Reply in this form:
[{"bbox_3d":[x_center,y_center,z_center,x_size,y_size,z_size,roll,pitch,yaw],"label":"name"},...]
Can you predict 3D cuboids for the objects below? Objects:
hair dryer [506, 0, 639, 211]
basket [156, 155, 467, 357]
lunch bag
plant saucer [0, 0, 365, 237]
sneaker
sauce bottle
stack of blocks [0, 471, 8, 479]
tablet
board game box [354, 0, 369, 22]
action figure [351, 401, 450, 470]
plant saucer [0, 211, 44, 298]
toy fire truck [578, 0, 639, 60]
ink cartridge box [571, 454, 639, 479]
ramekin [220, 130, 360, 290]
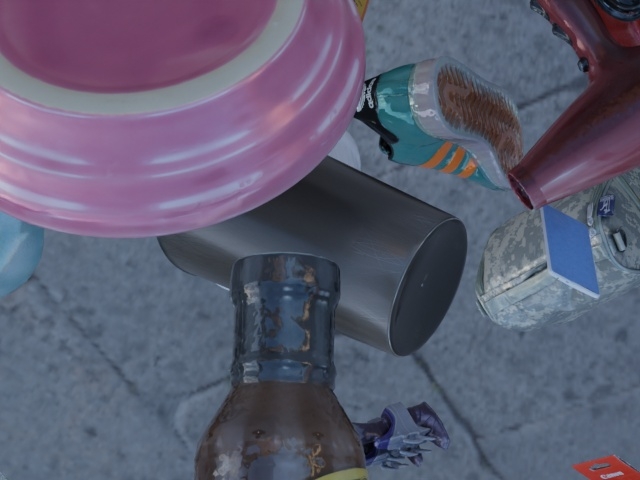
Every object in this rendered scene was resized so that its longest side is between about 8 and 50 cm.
[{"bbox_3d":[0.217,-0.154,0.955,0.224,0.293,0.080,13,163,18],"label":"hair dryer"},{"bbox_3d":[0.000,0.000,1.054,0.227,0.154,0.204,24,174,26],"label":"basket"},{"bbox_3d":[0.429,0.023,2.032,0.305,0.256,0.212,-33,89,41],"label":"lunch bag"},{"bbox_3d":[-0.133,-0.153,0.882,0.332,0.332,0.084,7,142,7],"label":"plant saucer"},{"bbox_3d":[0.138,-0.128,1.361,0.121,0.108,0.302,-2,164,30],"label":"sneaker"},{"bbox_3d":[-0.026,0.179,0.718,0.111,0.344,0.111,0,165,0],"label":"sauce bottle"},{"bbox_3d":[-0.447,0.229,1.302,0.171,0.087,0.297,3,140,25],"label":"stack of blocks"},{"bbox_3d":[0.204,0.007,0.991,0.054,0.083,0.006,26,130,-22],"label":"tablet"},{"bbox_3d":[-0.163,-0.389,1.515,0.356,0.356,0.356,3,151,28],"label":"board game box"},{"bbox_3d":[0.010,0.260,1.511,0.285,0.099,0.185,-5,141,-27],"label":"action figure"},{"bbox_3d":[-0.331,-0.007,1.005,0.195,0.037,0.195,3,128,3],"label":"plant saucer"},{"bbox_3d":[0.324,-0.308,1.164,0.169,0.302,0.254,-4,137,44],"label":"toy fire truck"},{"bbox_3d":[0.270,0.229,1.026,0.115,0.029,0.063,36,149,-11],"label":"ink cartridge box"},{"bbox_3d":[-0.062,-0.041,1.716,0.277,0.135,0.277,-11,144,-8],"label":"ramekin"}]
